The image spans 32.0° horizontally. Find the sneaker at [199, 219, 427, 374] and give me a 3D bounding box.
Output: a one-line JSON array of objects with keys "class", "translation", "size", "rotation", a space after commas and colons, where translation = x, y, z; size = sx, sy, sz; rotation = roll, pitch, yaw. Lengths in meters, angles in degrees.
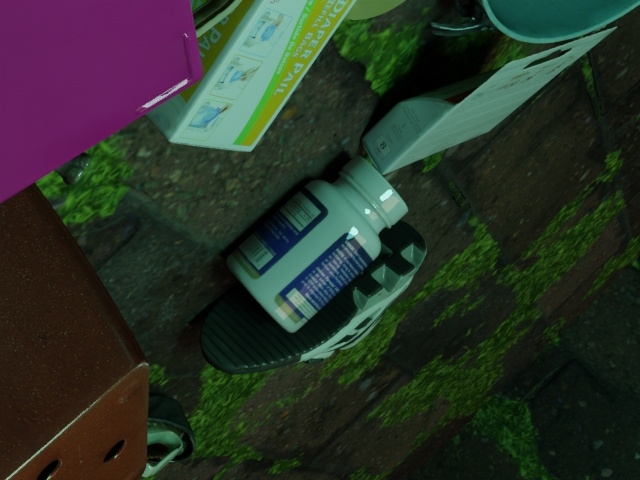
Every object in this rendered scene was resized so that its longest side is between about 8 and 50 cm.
[{"class": "sneaker", "translation": [-0.008, 0.100, 1.354], "size": [0.330, 0.122, 0.146], "rotation": [-25, 149, -35]}]

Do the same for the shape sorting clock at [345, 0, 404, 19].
[{"class": "shape sorting clock", "translation": [0.061, -0.279, 0.926], "size": [0.206, 0.040, 0.206], "rotation": [-39, 150, -27]}]

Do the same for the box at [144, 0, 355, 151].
[{"class": "box", "translation": [-0.059, -0.179, 0.818], "size": [0.203, 0.114, 0.103], "rotation": [-54, 155, 20]}]

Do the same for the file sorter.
[{"class": "file sorter", "translation": [-0.236, -0.122, 0.547], "size": [0.290, 0.182, 0.202], "rotation": [-35, 156, -16]}]

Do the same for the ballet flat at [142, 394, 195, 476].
[{"class": "ballet flat", "translation": [-0.227, 0.219, 1.244], "size": [0.095, 0.096, 0.280], "rotation": [-50, 155, 17]}]

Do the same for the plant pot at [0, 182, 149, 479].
[{"class": "plant pot", "translation": [-0.263, 0.110, 0.770], "size": [0.267, 0.236, 0.267], "rotation": [-43, 160, -32]}]

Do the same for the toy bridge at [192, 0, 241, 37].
[{"class": "toy bridge", "translation": [-0.065, -0.181, 0.716], "size": [0.188, 0.026, 0.063], "rotation": [-60, 151, -5]}]

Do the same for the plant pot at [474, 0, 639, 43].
[{"class": "plant pot", "translation": [0.169, -0.314, 0.786], "size": [0.290, 0.195, 0.290], "rotation": [-28, 150, -18]}]

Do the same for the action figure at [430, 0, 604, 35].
[{"class": "action figure", "translation": [0.237, -0.279, 1.089], "size": [0.276, 0.141, 0.164], "rotation": [-48, 168, 7]}]

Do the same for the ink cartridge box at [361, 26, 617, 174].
[{"class": "ink cartridge box", "translation": [0.175, -0.167, 1.196], "size": [0.189, 0.066, 0.232], "rotation": [-23, 165, -37]}]

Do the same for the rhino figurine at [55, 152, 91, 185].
[{"class": "rhino figurine", "translation": [-0.147, -0.160, 0.739], "size": [0.106, 0.073, 0.243], "rotation": [31, 109, -22]}]

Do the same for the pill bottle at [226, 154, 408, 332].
[{"class": "pill bottle", "translation": [0.000, 0.000, 1.213], "size": [0.186, 0.112, 0.112], "rotation": [-42, 157, -1]}]
